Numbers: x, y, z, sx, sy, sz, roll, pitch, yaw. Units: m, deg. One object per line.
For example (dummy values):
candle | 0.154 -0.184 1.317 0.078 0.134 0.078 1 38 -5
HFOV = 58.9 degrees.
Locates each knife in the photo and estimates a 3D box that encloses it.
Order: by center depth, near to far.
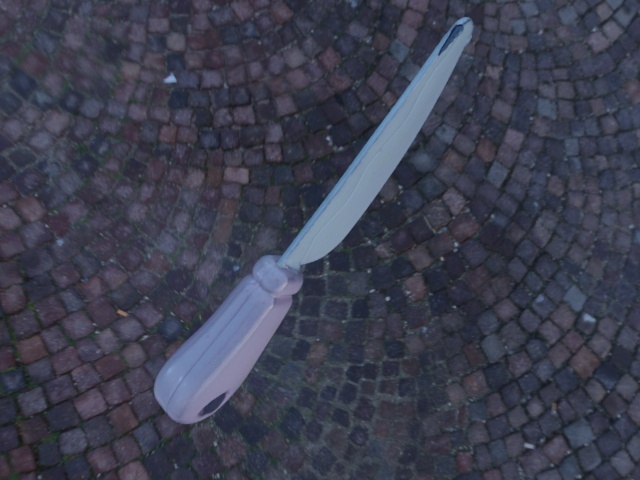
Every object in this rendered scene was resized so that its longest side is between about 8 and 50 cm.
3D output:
knife | 0.001 0.001 0.393 0.043 0.081 0.336 45 102 20
